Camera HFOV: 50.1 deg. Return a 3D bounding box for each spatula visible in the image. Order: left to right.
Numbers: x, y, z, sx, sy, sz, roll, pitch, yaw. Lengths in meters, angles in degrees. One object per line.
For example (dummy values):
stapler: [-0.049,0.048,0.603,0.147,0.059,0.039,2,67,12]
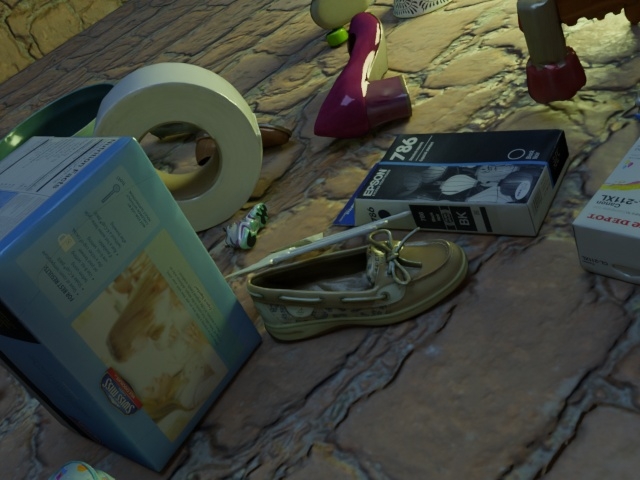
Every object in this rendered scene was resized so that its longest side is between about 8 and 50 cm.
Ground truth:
spatula: [0.000,0.000,0.956,0.242,0.019,0.168,-19,1,32]

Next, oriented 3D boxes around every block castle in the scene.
block castle: [0.520,-0.384,1.027,0.453,0.213,0.303,-14,40,22]

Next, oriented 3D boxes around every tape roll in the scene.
tape roll: [-0.244,-0.154,1.178,0.286,0.286,0.100,-25,34,4]

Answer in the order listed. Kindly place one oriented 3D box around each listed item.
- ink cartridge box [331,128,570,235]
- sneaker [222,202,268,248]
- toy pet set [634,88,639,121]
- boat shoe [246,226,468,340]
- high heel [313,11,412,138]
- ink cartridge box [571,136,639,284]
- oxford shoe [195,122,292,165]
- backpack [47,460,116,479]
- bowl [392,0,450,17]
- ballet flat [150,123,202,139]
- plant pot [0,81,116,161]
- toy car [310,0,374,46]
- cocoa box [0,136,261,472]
ink cartridge box: [0.174,-0.088,1.002,0.333,0.065,0.165,2,45,38]
sneaker: [-0.132,-0.025,1.147,0.069,0.038,0.098,-5,40,29]
toy pet set: [0.482,-0.170,0.921,0.122,0.065,0.114,11,15,39]
boat shoe: [0.045,0.052,0.881,0.285,0.089,0.104,-19,35,12]
high heel: [0.049,-0.335,1.338,0.181,0.127,0.377,-14,39,1]
ink cartridge box: [0.389,-0.035,0.776,0.127,0.072,0.175,18,54,45]
oxford shoe: [-0.153,-0.183,1.360,0.212,0.076,0.076,-7,69,24]
backpack: [-0.231,0.315,0.707,0.152,0.115,0.182,-39,33,-12]
bowl: [0.237,-0.600,1.607,0.170,0.080,0.170,-19,36,14]
ballet flat: [-0.301,-0.258,1.560,0.250,0.058,0.084,4,24,30]
plant pot: [-0.507,-0.171,1.452,0.293,0.196,0.293,-19,35,14]
toy car: [0.036,-0.579,1.665,0.149,0.155,0.188,-27,25,1]
cocoa box: [-0.279,0.072,0.848,0.228,0.347,0.231,7,46,39]
